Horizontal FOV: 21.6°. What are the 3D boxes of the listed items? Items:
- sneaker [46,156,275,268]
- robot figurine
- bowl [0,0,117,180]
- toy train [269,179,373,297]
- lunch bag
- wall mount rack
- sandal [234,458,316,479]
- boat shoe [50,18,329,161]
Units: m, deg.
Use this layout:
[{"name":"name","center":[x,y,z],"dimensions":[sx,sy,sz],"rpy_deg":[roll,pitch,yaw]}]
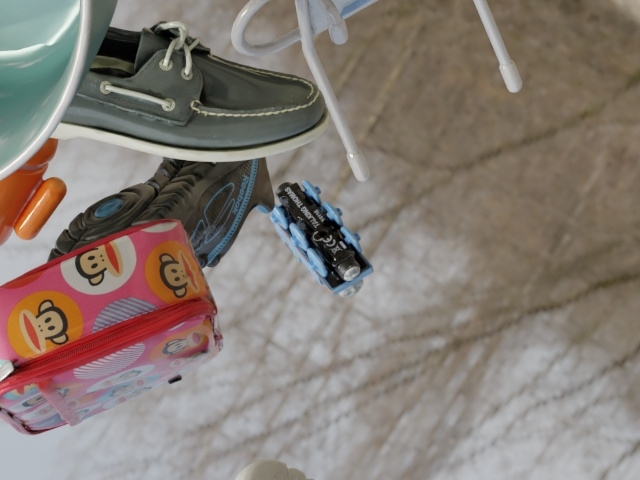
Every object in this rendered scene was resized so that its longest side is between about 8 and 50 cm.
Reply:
[{"name":"sneaker","center":[-0.159,-0.009,1.826],"dimensions":[0.125,0.341,0.139],"rpy_deg":[7,129,40]},{"name":"robot figurine","center":[-0.358,-0.079,1.758],"dimensions":[0.128,0.219,0.158],"rpy_deg":[11,-150,-45]},{"name":"bowl","center":[-0.261,-0.196,1.159],"dimensions":[0.311,0.311,0.163],"rpy_deg":[34,-153,8]},{"name":"toy train","center":[0.000,0.000,2.200],"dimensions":[0.184,0.080,0.105],"rpy_deg":[50,168,35]},{"name":"lunch bag","center":[-0.225,0.091,1.554],"dimensions":[0.293,0.258,0.120],"rpy_deg":[95,152,-77]},{"name":"wall mount rack","center":[0.090,-0.226,1.751],"dimensions":[0.130,0.350,0.304],"rpy_deg":[57,171,24]},{"name":"sandal","center":[0.027,0.428,2.147],"dimensions":[0.416,0.102,0.169],"rpy_deg":[47,-142,-19]},{"name":"boat shoe","center":[-0.148,-0.143,1.481],"dimensions":[0.319,0.099,0.116],"rpy_deg":[6,-148,-1]}]
